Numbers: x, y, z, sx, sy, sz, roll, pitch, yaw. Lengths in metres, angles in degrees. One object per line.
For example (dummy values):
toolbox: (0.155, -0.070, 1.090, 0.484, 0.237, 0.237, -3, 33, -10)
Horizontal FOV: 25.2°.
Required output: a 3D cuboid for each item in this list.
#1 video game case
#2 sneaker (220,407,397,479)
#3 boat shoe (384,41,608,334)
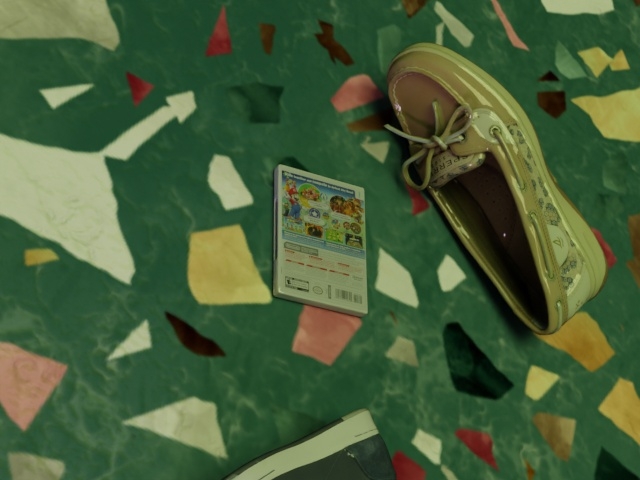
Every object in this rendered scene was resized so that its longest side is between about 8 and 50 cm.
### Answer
video game case: (0.000, 0.000, 1.211, 0.087, 0.011, 0.122, 15, 59, -27)
sneaker: (-0.007, 0.231, 1.036, 0.226, 0.086, 0.163, -20, 76, -40)
boat shoe: (0.149, -0.049, 1.276, 0.285, 0.104, 0.089, 52, 47, -1)
